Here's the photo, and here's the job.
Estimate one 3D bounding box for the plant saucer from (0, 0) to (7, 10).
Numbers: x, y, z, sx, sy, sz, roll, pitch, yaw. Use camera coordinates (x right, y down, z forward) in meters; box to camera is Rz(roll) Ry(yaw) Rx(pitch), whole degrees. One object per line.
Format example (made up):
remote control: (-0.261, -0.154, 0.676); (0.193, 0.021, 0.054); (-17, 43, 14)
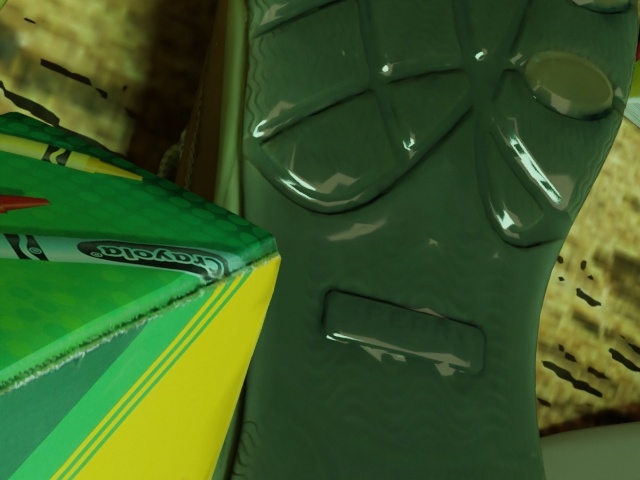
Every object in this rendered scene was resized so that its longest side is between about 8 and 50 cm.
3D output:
plant saucer: (-0.216, -0.025, 0.347); (0.333, 0.081, 0.333); (41, 74, -44)

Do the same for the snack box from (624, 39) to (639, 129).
snack box: (0.170, -0.082, 0.669); (0.037, 0.141, 0.100); (35, 77, -22)

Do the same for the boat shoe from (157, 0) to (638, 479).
boat shoe: (0.000, 0.000, 0.547); (0.122, 0.120, 0.324); (21, 68, -23)

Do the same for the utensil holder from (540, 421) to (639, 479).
utensil holder: (0.161, 0.288, 0.659); (0.327, 0.327, 0.385); (-11, 108, -43)

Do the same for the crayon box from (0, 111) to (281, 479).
crayon box: (-0.115, 0.123, 0.413); (0.165, 0.081, 0.278); (-27, 139, -61)
